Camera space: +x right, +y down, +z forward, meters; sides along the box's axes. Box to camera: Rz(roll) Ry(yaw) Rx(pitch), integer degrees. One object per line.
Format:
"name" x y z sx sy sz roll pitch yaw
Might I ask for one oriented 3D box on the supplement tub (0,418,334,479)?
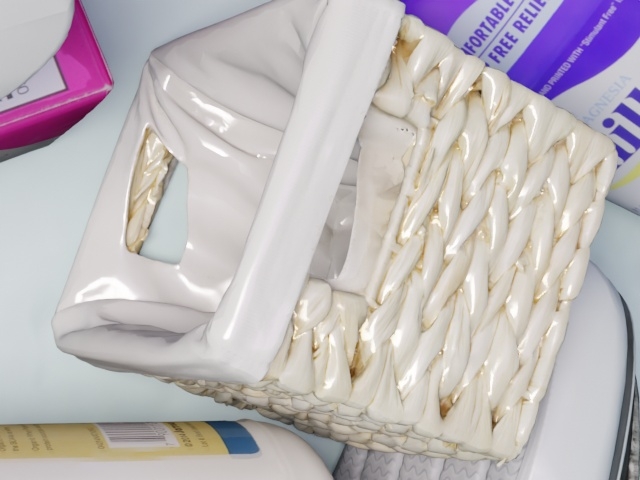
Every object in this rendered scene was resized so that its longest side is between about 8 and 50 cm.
"supplement tub" -0.099 0.125 0.555 0.199 0.144 0.144 1 86 -18

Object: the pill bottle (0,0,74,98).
"pill bottle" -0.148 -0.159 0.449 0.153 0.153 0.265 -11 75 -18

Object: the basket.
"basket" 0.000 0.000 0.588 0.103 0.167 0.113 23 80 -22

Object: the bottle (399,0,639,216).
"bottle" 0.085 -0.083 0.643 0.283 0.118 0.092 25 44 -15

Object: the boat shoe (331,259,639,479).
"boat shoe" 0.058 0.169 0.630 0.119 0.121 0.335 12 93 -24

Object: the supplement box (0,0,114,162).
"supplement box" -0.187 -0.048 0.556 0.220 0.111 0.114 -21 91 -19
